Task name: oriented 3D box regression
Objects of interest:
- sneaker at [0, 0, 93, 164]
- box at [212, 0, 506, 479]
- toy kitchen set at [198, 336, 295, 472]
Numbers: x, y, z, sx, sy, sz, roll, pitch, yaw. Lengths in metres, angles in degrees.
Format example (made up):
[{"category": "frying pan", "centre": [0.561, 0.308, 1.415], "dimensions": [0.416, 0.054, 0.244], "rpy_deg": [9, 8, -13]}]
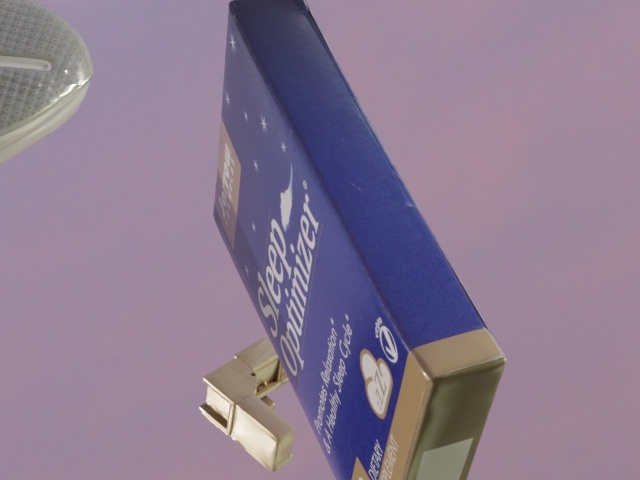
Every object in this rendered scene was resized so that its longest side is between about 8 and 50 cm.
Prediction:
[{"category": "sneaker", "centre": [-0.130, -0.018, 0.449], "dimensions": [0.152, 0.054, 0.061], "rpy_deg": [-24, -24, -13]}, {"category": "box", "centre": [0.000, 0.000, 0.699], "dimensions": [0.036, 0.225, 0.136], "rpy_deg": [-14, -35, -17]}, {"category": "toy kitchen set", "centre": [-0.029, 0.118, 1.194], "dimensions": [0.083, 0.075, 0.068], "rpy_deg": [-29, -37, -37]}]
